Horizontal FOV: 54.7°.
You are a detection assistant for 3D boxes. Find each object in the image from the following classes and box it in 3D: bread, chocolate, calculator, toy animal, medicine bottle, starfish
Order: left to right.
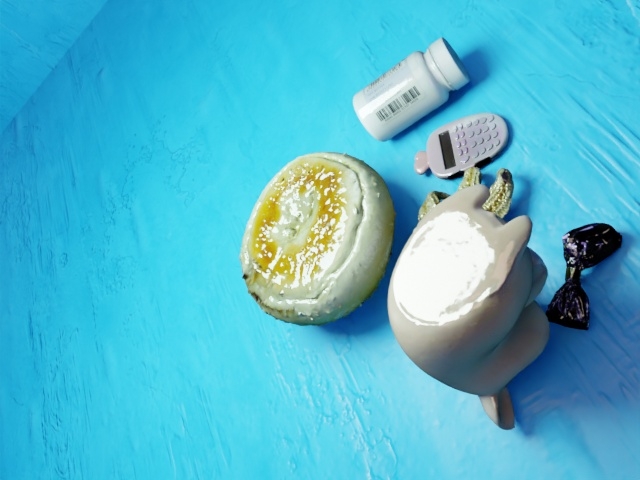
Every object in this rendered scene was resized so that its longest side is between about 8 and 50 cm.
[{"bbox_3d":[0.000,0.000,1.056,0.305,0.159,0.305,-15,63,31],"label":"bread"},{"bbox_3d":[0.157,-0.261,1.077,0.187,0.103,0.102,-32,54,26],"label":"medicine bottle"},{"bbox_3d":[0.230,-0.154,1.024,0.166,0.024,0.103,-21,60,29],"label":"calculator"},{"bbox_3d":[0.227,-0.002,0.934,0.216,0.071,0.238,22,93,49],"label":"starfish"},{"bbox_3d":[0.195,0.082,0.799,0.213,0.256,0.195,-47,44,0],"label":"toy animal"},{"bbox_3d":[0.344,0.044,0.823,0.070,0.072,0.147,133,161,-74],"label":"chocolate"}]
